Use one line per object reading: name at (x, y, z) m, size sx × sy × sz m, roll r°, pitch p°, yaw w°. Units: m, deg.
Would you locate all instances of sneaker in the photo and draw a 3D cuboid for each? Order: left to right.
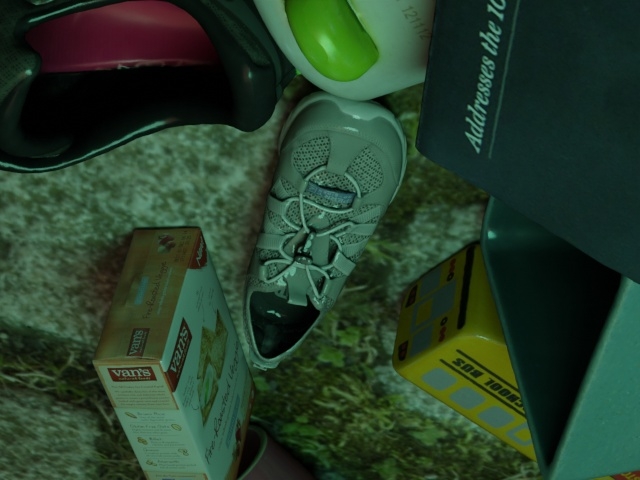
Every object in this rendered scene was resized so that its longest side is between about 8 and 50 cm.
sneaker at (-0.234, -0.157, 1.001) m, size 0.483 × 0.202 × 0.185 m, roll 1°, pitch 135°, yaw 12°
sneaker at (0.000, 0.000, 1.178) m, size 0.105 × 0.115 × 0.281 m, roll 14°, pitch 137°, yaw -2°

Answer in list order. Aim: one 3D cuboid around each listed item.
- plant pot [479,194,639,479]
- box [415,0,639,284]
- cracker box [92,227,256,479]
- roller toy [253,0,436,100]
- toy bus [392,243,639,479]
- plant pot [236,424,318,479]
plant pot at (0.278, 0.004, 1.039) m, size 0.252 × 0.247 × 0.248 m, roll -1°, pitch 138°, yaw -9°
box at (0.328, -0.169, 0.649) m, size 0.472 × 0.297 × 0.480 m, roll 32°, pitch 141°, yaw 24°
cracker box at (-0.123, 0.122, 1.306) m, size 0.067 × 0.155 × 0.232 m, roll -2°, pitch 136°, yaw 14°
roller toy at (0.048, -0.197, 0.908) m, size 0.146 × 0.209 × 0.191 m, roll -16°, pitch 167°, yaw 28°
toy bus at (0.231, 0.136, 1.276) m, size 0.333 × 0.108 × 0.130 m, roll 34°, pitch 133°, yaw -22°
plant pot at (-0.065, 0.293, 1.463) m, size 0.201 × 0.201 × 0.180 m, roll -20°, pitch 113°, yaw 29°
